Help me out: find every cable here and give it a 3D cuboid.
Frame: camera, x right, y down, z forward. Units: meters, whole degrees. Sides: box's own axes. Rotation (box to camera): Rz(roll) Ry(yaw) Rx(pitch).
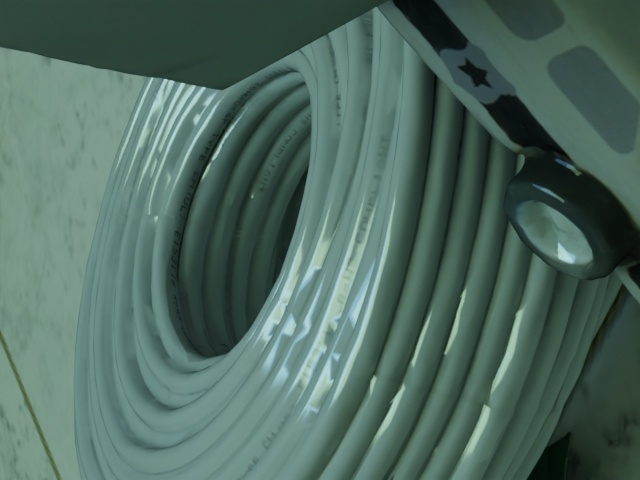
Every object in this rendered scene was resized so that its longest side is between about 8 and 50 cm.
[{"bbox_3d":[0.000,0.000,0.595,0.257,0.089,0.257,24,96,64],"label":"cable"}]

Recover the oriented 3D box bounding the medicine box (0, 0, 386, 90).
[{"bbox_3d":[0.003,-0.217,0.320,0.263,0.149,0.289,-27,79,20],"label":"medicine box"}]

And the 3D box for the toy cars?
[{"bbox_3d":[0.058,-0.173,0.436,0.087,0.176,0.393,166,99,-66],"label":"toy cars"}]

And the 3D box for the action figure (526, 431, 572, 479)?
[{"bbox_3d":[0.063,0.194,0.600,0.137,0.063,0.232,-35,66,53],"label":"action figure"}]
